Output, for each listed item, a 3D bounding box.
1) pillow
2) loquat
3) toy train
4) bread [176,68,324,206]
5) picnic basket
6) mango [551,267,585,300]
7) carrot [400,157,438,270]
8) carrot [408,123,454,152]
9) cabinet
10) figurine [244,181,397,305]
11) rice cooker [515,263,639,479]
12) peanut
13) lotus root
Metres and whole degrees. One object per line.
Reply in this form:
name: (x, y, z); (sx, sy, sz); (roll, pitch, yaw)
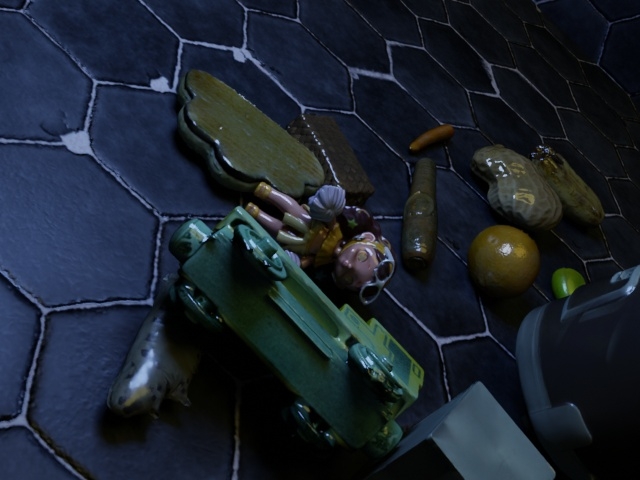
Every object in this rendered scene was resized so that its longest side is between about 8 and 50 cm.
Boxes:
pillow: (-0.178, 0.131, 1.021); (0.093, 0.051, 0.241); (38, 32, -17)
loquat: (0.332, 0.040, 1.556); (0.141, 0.141, 0.141); (27, 39, -24)
toy train: (-0.032, 0.106, 1.072); (0.369, 0.150, 0.237); (47, 13, -2)
bread: (-0.123, -0.146, 1.348); (0.286, 0.056, 0.207); (38, 34, -9)
picnic basket: (0.018, -0.142, 1.490); (0.110, 0.055, 0.193); (-1, 54, -46)
mango: (0.503, 0.104, 1.727); (0.073, 0.056, 0.108); (10, 51, -32)
carrot: (0.186, -0.068, 1.579); (0.070, 0.070, 0.342); (34, 35, -16)
carrot: (0.226, -0.211, 1.789); (0.037, 0.037, 0.190); (51, 39, 9)
cabinet: (0.143, 0.302, 1.035); (0.145, 0.206, 0.150); (51, 36, 7)
figurine: (0.001, 0.001, 1.260); (0.240, 0.175, 0.116); (29, 11, -10)
rice cooker: (0.492, 0.215, 1.375); (0.335, 0.325, 0.335); (27, 50, -38)
peanut: (0.412, -0.116, 1.813); (0.196, 0.110, 0.233); (4, 54, -43)
lotus root: (0.561, -0.116, 1.979); (0.258, 0.097, 0.110); (43, 42, -16)
